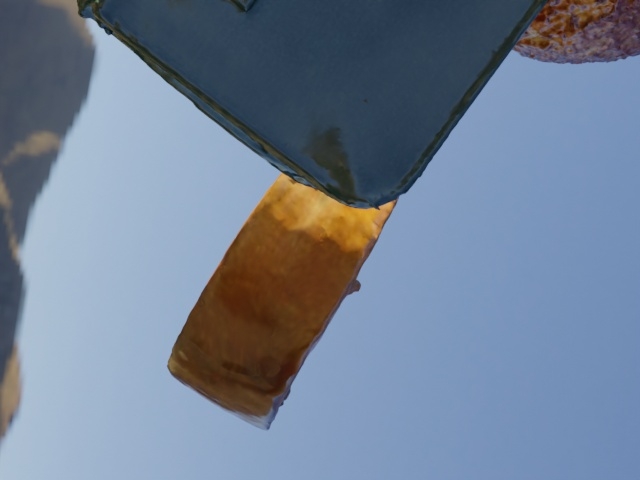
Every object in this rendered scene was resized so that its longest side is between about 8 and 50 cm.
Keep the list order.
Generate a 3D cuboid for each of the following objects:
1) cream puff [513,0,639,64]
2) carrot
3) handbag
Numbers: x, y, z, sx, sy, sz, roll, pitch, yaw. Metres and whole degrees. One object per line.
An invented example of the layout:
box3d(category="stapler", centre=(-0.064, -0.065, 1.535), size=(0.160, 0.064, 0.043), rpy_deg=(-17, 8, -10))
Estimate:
box3d(category="cream puff", centre=(0.222, -0.234, 1.363), size=(0.240, 0.240, 0.164), rpy_deg=(-130, -141, -66))
box3d(category="carrot", centre=(0.000, 0.000, 1.223), size=(0.307, 0.100, 0.258), rpy_deg=(-56, 179, -11))
box3d(category="handbag", centre=(0.036, -0.200, 0.935), size=(0.326, 0.238, 0.089), rpy_deg=(-53, -157, 1))
